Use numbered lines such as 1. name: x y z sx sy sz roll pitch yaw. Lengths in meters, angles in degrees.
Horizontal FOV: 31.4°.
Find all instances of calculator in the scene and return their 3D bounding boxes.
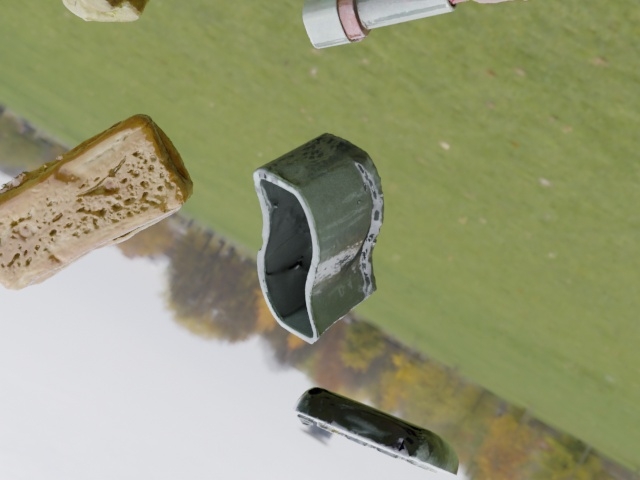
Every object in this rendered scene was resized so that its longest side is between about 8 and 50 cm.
1. calculator: 0.061 0.207 1.192 0.177 0.040 0.268 21 167 12

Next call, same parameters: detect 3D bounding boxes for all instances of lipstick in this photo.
1. lipstick: 0.079 -0.233 1.117 0.186 0.063 0.057 -7 126 25

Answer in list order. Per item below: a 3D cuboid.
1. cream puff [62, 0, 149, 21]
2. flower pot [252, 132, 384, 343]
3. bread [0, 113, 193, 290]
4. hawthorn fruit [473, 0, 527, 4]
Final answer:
1. cream puff: -0.229 -0.286 1.137 0.116 0.146 0.146 9 164 37
2. flower pot: 0.000 0.000 1.280 0.103 0.108 0.229 36 144 33
3. bread: -0.292 -0.048 1.372 0.139 0.271 0.077 60 -166 -5
4. hawthorn fruit: 0.303 -0.505 1.849 0.199 0.199 0.251 30 155 18
